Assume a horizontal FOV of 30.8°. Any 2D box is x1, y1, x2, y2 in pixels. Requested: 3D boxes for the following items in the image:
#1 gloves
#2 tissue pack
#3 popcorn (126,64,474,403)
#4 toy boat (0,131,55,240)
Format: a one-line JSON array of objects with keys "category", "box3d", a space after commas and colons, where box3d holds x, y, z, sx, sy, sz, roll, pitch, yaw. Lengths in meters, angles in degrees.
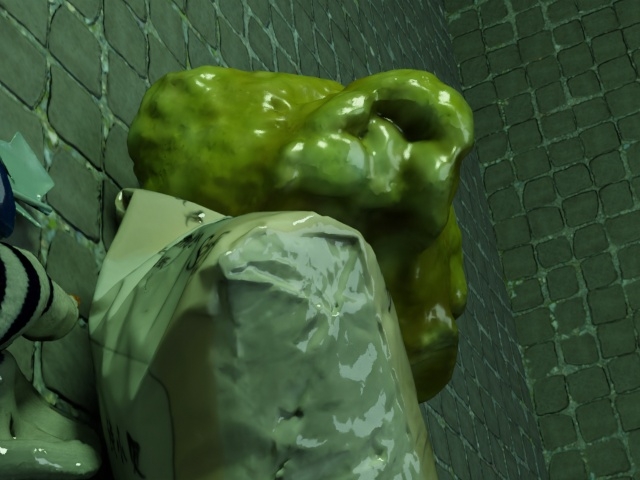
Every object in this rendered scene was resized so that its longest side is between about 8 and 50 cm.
[{"category": "gloves", "box3d": [-0.209, 0.086, 0.714, 0.218, 0.131, 0.140, 101, -22, -62]}, {"category": "tissue pack", "box3d": [-0.054, 0.153, 0.796, 0.375, 0.195, 0.390, -174, -108, -68]}, {"category": "popcorn", "box3d": [-0.004, -0.009, 1.072, 0.334, 0.292, 0.293, 76, -6, -47]}, {"category": "toy boat", "box3d": [-0.236, -0.059, 0.756, 0.210, 0.070, 0.291, 50, 2, 35]}]
